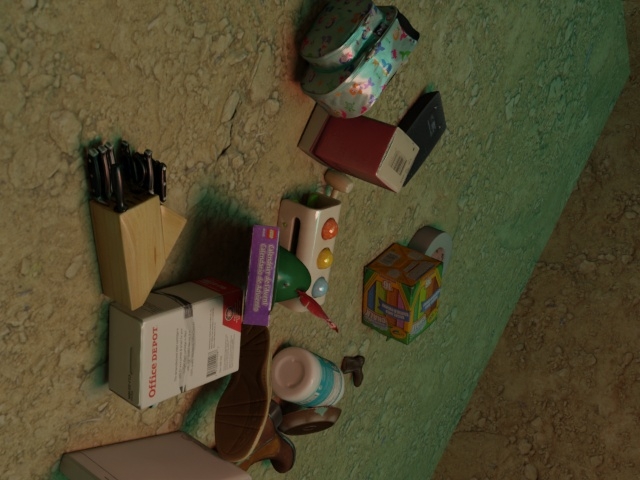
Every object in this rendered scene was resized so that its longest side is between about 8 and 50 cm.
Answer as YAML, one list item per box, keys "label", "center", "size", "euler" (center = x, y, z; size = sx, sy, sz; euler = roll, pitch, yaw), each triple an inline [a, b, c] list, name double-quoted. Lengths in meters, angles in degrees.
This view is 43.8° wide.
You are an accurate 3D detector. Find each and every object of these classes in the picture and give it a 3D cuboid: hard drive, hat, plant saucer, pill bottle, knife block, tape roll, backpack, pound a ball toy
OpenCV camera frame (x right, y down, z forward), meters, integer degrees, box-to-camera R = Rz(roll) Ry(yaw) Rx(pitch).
- label: "hard drive"
  center: [-0.341, 0.497, 1.697]
  size: [0.353, 0.233, 0.047]
  euler: [8, 103, -58]
- label: "hat"
  center: [-0.027, 0.093, 1.875]
  size: [0.208, 0.183, 0.173]
  euler: [109, -16, -59]
- label: "plant saucer"
  center: [-0.034, 0.513, 2.240]
  size: [0.198, 0.198, 0.036]
  euler: [35, 38, -58]
- label: "hard drive"
  center: [0.275, -0.298, 2.304]
  size: [0.255, 0.054, 0.172]
  euler: [-54, 146, -21]
- label: "pill bottle"
  center: [-0.026, 0.388, 2.196]
  size: [0.146, 0.146, 0.264]
  euler: [-63, 149, -7]
- label: "knife block"
  center: [-0.368, -0.035, 1.454]
  size: [0.276, 0.088, 0.242]
  euler: [-63, 148, -6]
- label: "tape roll"
  center: [0.352, 0.065, 2.641]
  size: [0.219, 0.072, 0.219]
  euler: [-35, 136, -43]
- label: "backpack"
  center: [0.067, -0.404, 1.761]
  size: [0.191, 0.225, 0.254]
  euler: [30, 88, -37]
- label: "pound a ball toy"
  center: [0.000, 0.000, 1.996]
  size: [0.208, 0.135, 0.319]
  euler: [-18, 125, -51]

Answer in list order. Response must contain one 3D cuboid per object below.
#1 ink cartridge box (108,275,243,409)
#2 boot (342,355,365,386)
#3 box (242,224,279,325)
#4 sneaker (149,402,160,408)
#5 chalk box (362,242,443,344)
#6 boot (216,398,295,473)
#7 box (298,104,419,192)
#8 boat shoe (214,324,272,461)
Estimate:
- label: "ink cartridge box"
  center: [-0.300, 0.205, 1.658]
  size: [0.272, 0.114, 0.197]
  euler: [-15, 116, -49]
- label: "boot"
  center: [0.098, 0.416, 2.509]
  size: [0.114, 0.037, 0.106]
  euler: [4, 93, -61]
- label: "box"
  center: [-0.131, 0.071, 1.719]
  size: [0.293, 0.057, 0.201]
  euler: [179, -83, -85]
- label: "sneaker"
  center: [-0.351, 0.318, 1.760]
  size: [0.069, 0.038, 0.098]
  euler: [-21, 136, -52]
- label: "chalk box"
  center: [0.250, 0.190, 2.461]
  size: [0.180, 0.179, 0.289]
  euler: [-36, 137, -41]
- label: "boot"
  center: [-0.186, 0.601, 2.116]
  size: [0.280, 0.096, 0.264]
  euler: [-44, 141, -40]
- label: "box"
  center: [0.091, -0.221, 1.897]
  size: [0.148, 0.232, 0.127]
  euler: [28, 86, -59]
- label: "boat shoe"
  center: [-0.168, 0.369, 1.906]
  size: [0.110, 0.121, 0.341]
  euler: [77, 21, -58]
